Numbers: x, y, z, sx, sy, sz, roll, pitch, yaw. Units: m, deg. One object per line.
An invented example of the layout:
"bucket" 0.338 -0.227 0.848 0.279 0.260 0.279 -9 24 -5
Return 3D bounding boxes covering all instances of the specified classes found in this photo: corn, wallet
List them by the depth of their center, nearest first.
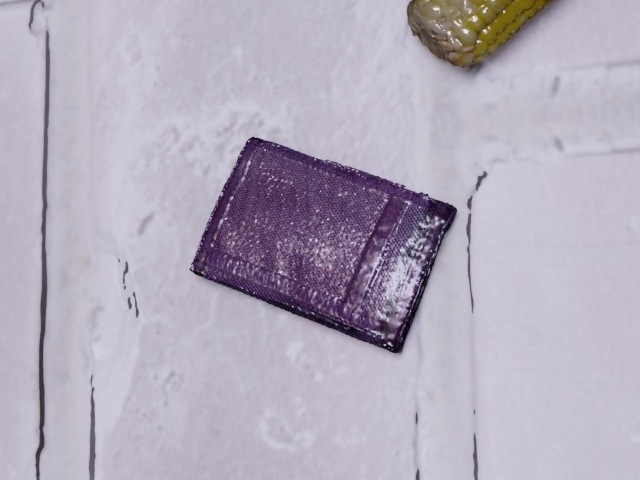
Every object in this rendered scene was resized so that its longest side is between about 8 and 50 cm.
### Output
"corn" 0.178 -0.248 0.858 0.097 0.097 0.320 44 97 19
"wallet" 0.000 0.000 0.899 0.166 0.030 0.111 20 88 20
